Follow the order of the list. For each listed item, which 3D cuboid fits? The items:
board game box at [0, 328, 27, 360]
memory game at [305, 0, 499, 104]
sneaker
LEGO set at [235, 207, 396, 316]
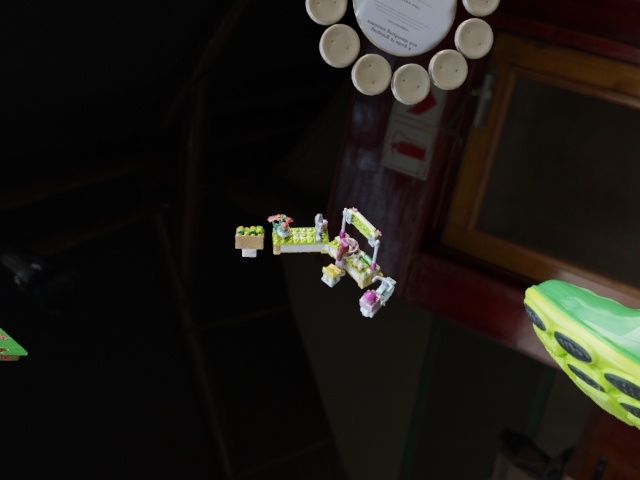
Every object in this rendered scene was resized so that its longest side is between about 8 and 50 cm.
[{"bbox_3d":[-0.696,0.170,1.440,0.124,0.259,0.039,16,-82,-59],"label":"board game box"},{"bbox_3d":[0.077,-0.216,0.663,0.186,0.186,0.012,-67,16,0],"label":"memory game"},{"bbox_3d":[0.291,0.086,0.529,0.123,0.295,0.109,-53,-42,-21],"label":"sneaker"},{"bbox_3d":[0.000,0.000,1.195,0.132,0.287,0.107,-51,-21,-36],"label":"LEGO set"}]
